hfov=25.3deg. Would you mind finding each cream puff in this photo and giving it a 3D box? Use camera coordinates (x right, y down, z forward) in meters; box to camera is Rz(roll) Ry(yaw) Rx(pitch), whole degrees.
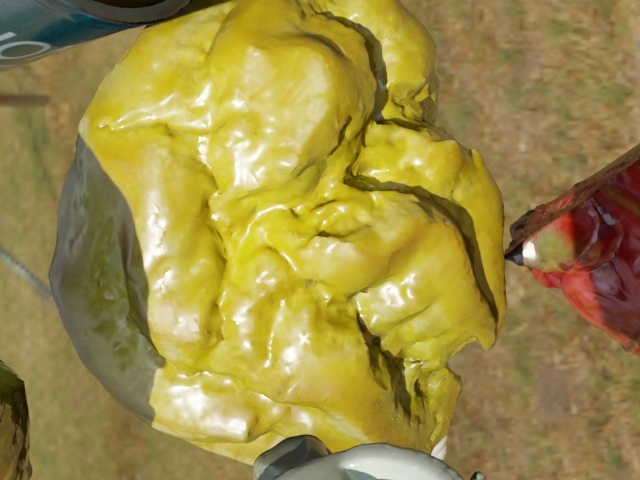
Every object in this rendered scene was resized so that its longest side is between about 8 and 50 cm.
[{"bbox_3d":[0.001,-0.002,0.938,0.257,0.291,0.324,30,83,22],"label":"cream puff"}]

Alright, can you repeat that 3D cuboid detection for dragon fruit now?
[{"bbox_3d":[0.298,0.022,0.943,0.329,0.228,0.286,-22,95,14],"label":"dragon fruit"}]

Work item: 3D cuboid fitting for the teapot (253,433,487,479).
[{"bbox_3d":[0.030,0.139,0.383,0.107,0.077,0.200,-122,10,-59],"label":"teapot"}]

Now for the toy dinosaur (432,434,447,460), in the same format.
[{"bbox_3d":[0.057,0.259,1.346,0.194,0.152,0.177,-12,112,48],"label":"toy dinosaur"}]

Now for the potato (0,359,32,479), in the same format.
[{"bbox_3d":[-0.224,0.107,0.684,0.141,0.176,0.298,26,151,16],"label":"potato"}]

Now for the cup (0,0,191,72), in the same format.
[{"bbox_3d":[-0.230,-0.205,0.804,0.292,0.308,0.242,-15,107,29],"label":"cup"}]
